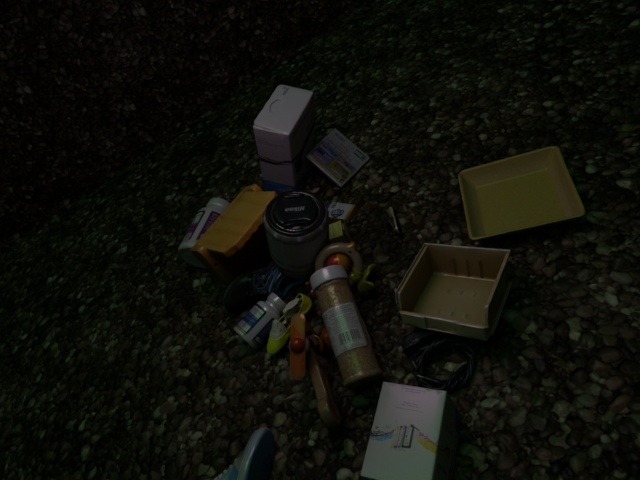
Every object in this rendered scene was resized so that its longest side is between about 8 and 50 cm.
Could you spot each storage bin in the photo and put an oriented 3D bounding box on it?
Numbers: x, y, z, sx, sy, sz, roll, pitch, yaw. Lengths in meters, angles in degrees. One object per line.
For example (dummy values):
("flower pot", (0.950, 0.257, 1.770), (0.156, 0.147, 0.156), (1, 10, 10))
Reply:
("storage bin", (0.388, 0.140, 1.346), (0.262, 0.123, 0.260), (6, 39, 35))

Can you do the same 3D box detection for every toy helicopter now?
("toy helicopter", (-0.015, 0.366, 1.345), (0.140, 0.235, 0.355), (-28, 42, 6))

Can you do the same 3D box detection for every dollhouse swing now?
("dollhouse swing", (-0.263, -0.004, 1.785), (0.304, 0.315, 0.347), (18, 62, 41))

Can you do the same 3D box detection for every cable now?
("cable", (0.345, 0.343, 1.283), (0.184, 0.047, 0.151), (-24, 43, 10))

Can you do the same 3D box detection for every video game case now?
("video game case", (0.076, -0.363, 2.039), (0.212, 0.023, 0.193), (42, 76, 9))

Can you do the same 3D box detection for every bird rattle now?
("bird rattle", (0.062, 0.105, 1.580), (0.253, 0.207, 0.143), (-11, 18, 16))

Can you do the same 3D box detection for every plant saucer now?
("plant saucer", (0.643, -0.137, 1.522), (0.332, 0.081, 0.333), (-14, 45, 21))

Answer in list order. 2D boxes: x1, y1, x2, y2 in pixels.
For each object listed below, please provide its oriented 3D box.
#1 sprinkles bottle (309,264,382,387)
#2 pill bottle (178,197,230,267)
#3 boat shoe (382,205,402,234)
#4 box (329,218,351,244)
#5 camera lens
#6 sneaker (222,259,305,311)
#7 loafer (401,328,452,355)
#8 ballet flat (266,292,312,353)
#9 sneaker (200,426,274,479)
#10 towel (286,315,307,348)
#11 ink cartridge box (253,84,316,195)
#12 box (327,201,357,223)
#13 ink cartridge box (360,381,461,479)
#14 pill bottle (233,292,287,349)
("sprinkles bottle", (0.072, 0.253, 1.398), (0.121, 0.121, 0.356), (-24, 63, 10))
("pill bottle", (-0.499, -0.042, 2.079), (0.169, 0.169, 0.302), (-4, 50, 29))
("boat shoe", (0.264, -0.067, 1.717), (0.049, 0.056, 0.152), (-26, 32, 15))
("box", (0.000, 0.000, 1.811), (0.232, 0.058, 0.088), (-21, 44, 13))
("camera lens", (-0.078, -0.022, 1.617), (0.219, 0.274, 0.220), (-1, 53, 1))
("sneaker", (-0.213, 0.172, 1.734), (0.340, 0.125, 0.140), (-34, 46, 2))
("loafer", (0.313, 0.274, 1.360), (0.169, 0.062, 0.061), (-25, 38, 8))
("ballet flat", (-0.117, 0.273, 1.568), (0.077, 0.077, 0.231), (24, 67, 43))
("sneaker", (-0.266, 0.670, 1.301), (0.208, 0.127, 0.319), (0, 50, 30))
("towel", (-0.080, 0.314, 1.588), (0.067, 0.029, 0.120), (-12, 46, 21))
("ink cartridge box", (-0.141, -0.422, 2.022), (0.166, 0.395, 0.286), (15, 58, 13))
("box", (0.075, -0.116, 1.896), (0.136, 0.028, 0.081), (11, 58, 41))
("ink cartridge box", (0.226, 0.495, 1.122), (0.168, 0.171, 0.233), (-1, 51, 31))
("pill bottle", (-0.204, 0.279, 1.636), (0.187, 0.112, 0.112), (-46, 43, -14))
